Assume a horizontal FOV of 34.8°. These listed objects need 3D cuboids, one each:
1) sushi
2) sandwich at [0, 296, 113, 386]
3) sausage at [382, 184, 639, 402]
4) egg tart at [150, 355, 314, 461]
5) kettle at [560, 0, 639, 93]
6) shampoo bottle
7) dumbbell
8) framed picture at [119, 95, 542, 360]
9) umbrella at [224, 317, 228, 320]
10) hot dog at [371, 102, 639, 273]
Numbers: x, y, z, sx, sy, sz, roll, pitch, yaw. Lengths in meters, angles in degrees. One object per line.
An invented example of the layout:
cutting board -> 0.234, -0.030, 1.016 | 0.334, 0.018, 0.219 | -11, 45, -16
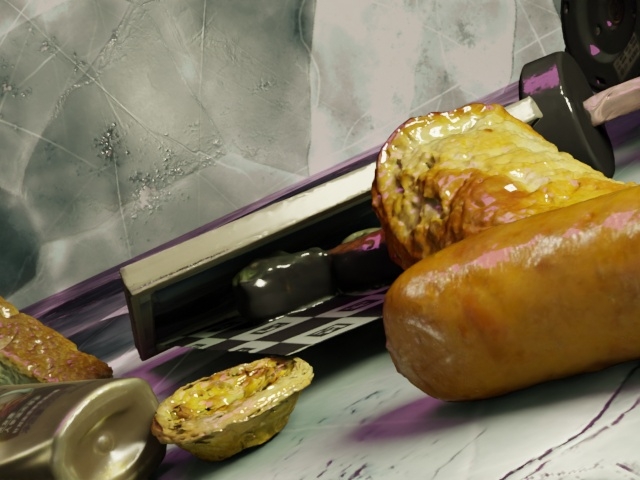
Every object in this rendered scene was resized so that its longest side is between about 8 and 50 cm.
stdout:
sushi -> 0.045, 0.016, 0.979 | 0.359, 0.064, 0.343 | -20, 5, -25
sandwich -> -0.393, 0.182, 1.170 | 0.099, 0.288, 0.254 | -24, -41, -64
sausage -> 0.155, 0.026, 0.575 | 0.270, 0.109, 0.109 | -19, 9, 35
egg tart -> -0.060, 0.127, 0.745 | 0.129, 0.049, 0.129 | -19, 8, 3
kettle -> 0.474, -0.267, 1.261 | 0.308, 0.262, 0.203 | -8, 36, -16
shampoo bottle -> -0.274, 0.170, 0.858 | 0.350, 0.084, 0.125 | -10, 18, 44
dumbbell -> 0.336, -0.153, 1.081 | 0.218, 0.152, 0.152 | -20, 8, 27
framed picture -> 0.000, 0.000, 1.115 | 0.446, 0.028, 0.326 | -24, -13, -14
umbrella -> -0.094, 0.102, 1.161 | 0.031, 0.020, 0.083 | 15, -4, -16
hot dog -> 0.147, -0.013, 0.782 | 0.175, 0.114, 0.259 | -15, 30, -15
